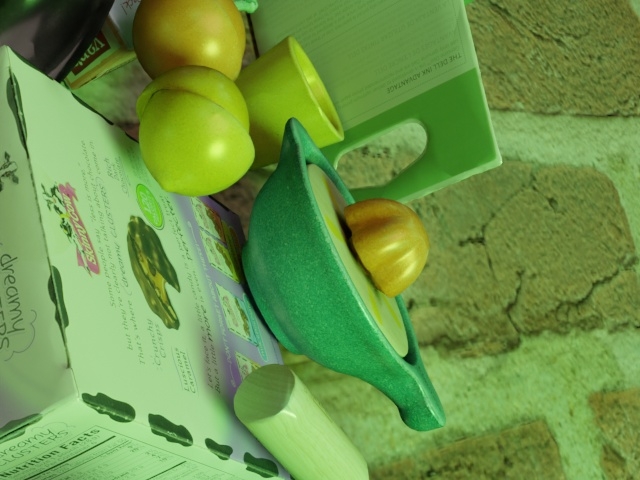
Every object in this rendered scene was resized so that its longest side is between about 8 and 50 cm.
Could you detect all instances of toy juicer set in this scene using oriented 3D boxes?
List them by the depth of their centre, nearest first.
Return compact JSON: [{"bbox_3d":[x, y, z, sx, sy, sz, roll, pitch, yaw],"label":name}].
[{"bbox_3d":[0.000,0.000,0.542,0.209,0.089,0.329,45,22,-60],"label":"toy juicer set"}]

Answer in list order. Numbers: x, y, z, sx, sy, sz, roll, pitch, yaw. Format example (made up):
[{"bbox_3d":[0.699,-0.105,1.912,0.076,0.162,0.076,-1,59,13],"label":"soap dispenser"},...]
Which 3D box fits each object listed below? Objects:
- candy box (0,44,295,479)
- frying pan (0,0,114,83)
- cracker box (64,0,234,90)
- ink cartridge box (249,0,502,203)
[{"bbox_3d":[-0.091,0.034,0.500,0.196,0.070,0.165,39,27,-56],"label":"candy box"},{"bbox_3d":[-0.183,-0.075,0.498,0.326,0.053,0.197,-61,160,4],"label":"frying pan"},{"bbox_3d":[-0.137,-0.222,0.644,0.156,0.067,0.232,-40,102,-46],"label":"cracker box"},{"bbox_3d":[0.034,-0.131,0.705,0.056,0.171,0.235,-2,75,-47],"label":"ink cartridge box"}]
